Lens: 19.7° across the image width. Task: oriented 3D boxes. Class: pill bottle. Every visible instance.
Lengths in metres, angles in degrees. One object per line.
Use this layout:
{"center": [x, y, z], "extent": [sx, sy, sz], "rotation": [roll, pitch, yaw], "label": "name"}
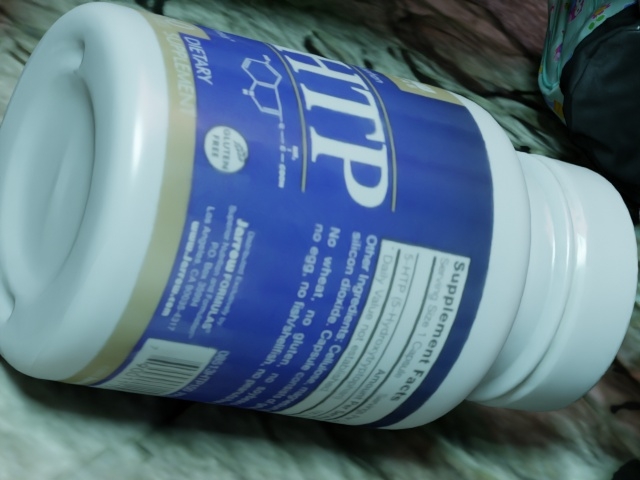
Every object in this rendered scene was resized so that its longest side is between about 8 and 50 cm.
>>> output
{"center": [0.000, 0.000, 0.571], "extent": [0.186, 0.112, 0.112], "rotation": [11, 32, -29], "label": "pill bottle"}

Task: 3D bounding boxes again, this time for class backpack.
{"center": [0.172, -0.094, 0.872], "extent": [0.152, 0.115, 0.182], "rotation": [40, 34, -21], "label": "backpack"}
